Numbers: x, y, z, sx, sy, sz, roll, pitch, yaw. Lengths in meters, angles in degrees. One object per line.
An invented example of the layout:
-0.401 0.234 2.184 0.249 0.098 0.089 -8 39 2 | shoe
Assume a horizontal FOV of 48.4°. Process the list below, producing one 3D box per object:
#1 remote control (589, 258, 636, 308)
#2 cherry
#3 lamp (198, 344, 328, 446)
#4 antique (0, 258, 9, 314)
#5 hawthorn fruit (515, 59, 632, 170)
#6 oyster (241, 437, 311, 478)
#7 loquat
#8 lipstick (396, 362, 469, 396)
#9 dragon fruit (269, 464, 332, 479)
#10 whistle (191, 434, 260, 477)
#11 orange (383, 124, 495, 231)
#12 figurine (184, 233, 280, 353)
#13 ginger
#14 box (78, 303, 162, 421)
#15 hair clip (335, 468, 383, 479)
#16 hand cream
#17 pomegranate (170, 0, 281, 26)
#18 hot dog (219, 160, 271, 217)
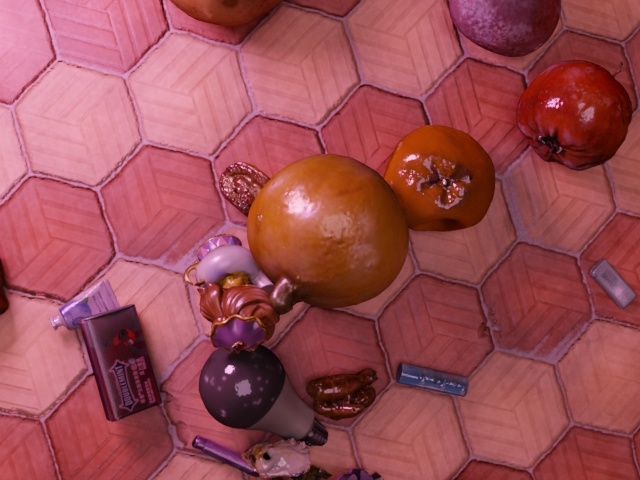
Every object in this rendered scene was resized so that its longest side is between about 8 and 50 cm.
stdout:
0.681 0.101 1.657 0.053 0.018 0.124 -44 94 -6 | remote control
0.396 -0.529 1.538 0.236 0.213 0.285 -41 103 7 | cherry
-0.123 0.337 1.520 0.182 0.182 0.314 -48 127 -5 | lamp
-0.770 0.070 1.446 0.224 0.129 0.278 -35 95 -8 | antique
0.572 -0.295 1.550 0.242 0.242 0.271 43 75 -4 | hawthorn fruit
-0.087 0.463 1.502 0.121 0.045 0.146 46 106 3 | oyster
0.000 0.000 1.422 0.328 0.328 0.359 39 60 -4 | loquat
0.251 0.312 1.593 0.158 0.048 0.048 13 88 -6 | lipstick
-0.074 0.570 1.520 0.236 0.135 0.137 -18 101 -29 | dragon fruit
-0.197 0.472 1.550 0.177 0.033 0.033 27 87 -5 | whistle
0.257 -0.134 1.531 0.249 0.183 0.248 0 91 -6 | orange
-0.174 0.115 1.451 0.190 0.142 0.263 -4 48 -25 | figurine
0.054 0.342 1.558 0.162 0.073 0.103 -11 91 -7 | ginger
-0.420 0.255 1.497 0.120 0.069 0.224 -15 92 -30 | box
0.037 0.552 1.500 0.292 0.085 0.106 -10 89 -49 | hair clip
-0.505 0.148 1.517 0.142 0.053 0.084 -25 96 -16 | hand cream
-0.188 -0.609 1.421 0.339 0.338 0.337 0 89 -6 | pomegranate
-0.151 -0.108 1.547 0.147 0.065 0.099 43 92 -6 | hot dog
